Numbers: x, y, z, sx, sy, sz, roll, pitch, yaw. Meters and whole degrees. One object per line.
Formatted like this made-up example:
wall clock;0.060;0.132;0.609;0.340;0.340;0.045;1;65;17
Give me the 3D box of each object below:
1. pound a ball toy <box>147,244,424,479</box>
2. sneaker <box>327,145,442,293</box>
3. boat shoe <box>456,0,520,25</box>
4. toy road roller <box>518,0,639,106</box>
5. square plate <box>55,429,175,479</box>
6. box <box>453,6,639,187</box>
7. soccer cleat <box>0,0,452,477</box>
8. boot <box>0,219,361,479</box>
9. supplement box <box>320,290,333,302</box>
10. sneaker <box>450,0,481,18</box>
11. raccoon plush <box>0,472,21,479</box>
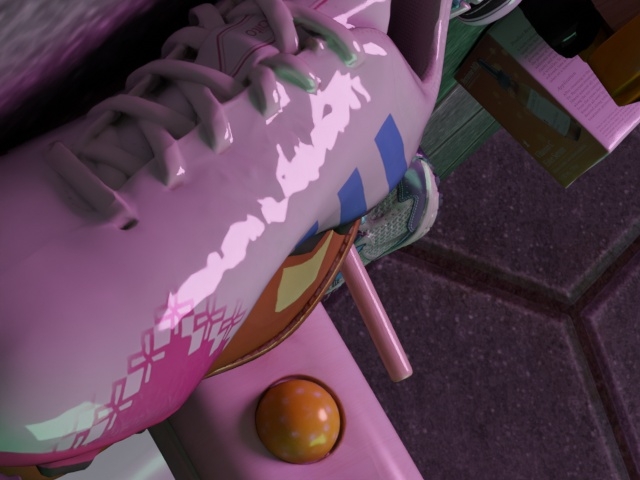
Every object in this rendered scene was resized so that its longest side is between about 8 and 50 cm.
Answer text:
pound a ball toy;-0.004;0.091;0.991;0.208;0.319;0.136;-25;169;-23
sneaker;0.000;0.000;1.260;0.122;0.110;0.283;-37;172;-36
boat shoe;0.129;-0.198;0.971;0.142;0.049;0.040;-48;156;27
toy road roller;0.317;-0.182;1.240;0.202;0.240;0.329;-36;173;23
square plate;-0.162;0.167;1.272;0.347;0.049;0.344;-38;163;-1
box;0.239;-0.157;1.526;0.091;0.170;0.130;-44;176;-17
soccer cleat;-0.043;-0.041;0.553;0.331;0.116;0.143;-41;160;-59
boot;-0.091;0.027;0.815;0.283;0.109;0.220;-37;172;-1
supplement box;-0.002;0.012;1.518;0.188;0.081;0.104;-43;176;-8
sneaker;0.033;-0.124;0.757;0.166;0.065;0.076;-41;-167;10
raccoon plush;-0.128;0.262;0.728;0.299;0.447;0.216;110;4;-70
